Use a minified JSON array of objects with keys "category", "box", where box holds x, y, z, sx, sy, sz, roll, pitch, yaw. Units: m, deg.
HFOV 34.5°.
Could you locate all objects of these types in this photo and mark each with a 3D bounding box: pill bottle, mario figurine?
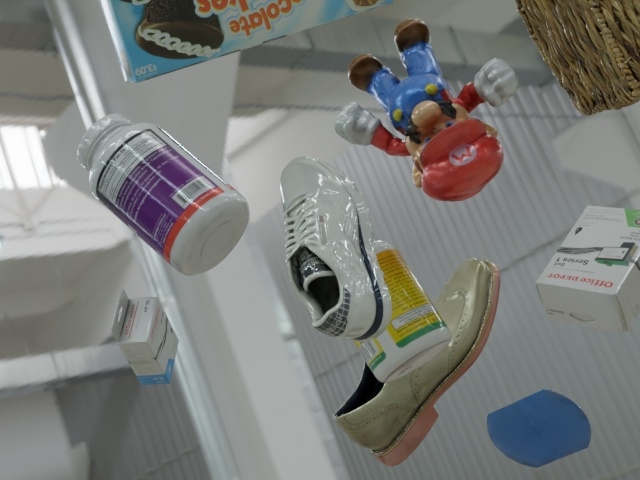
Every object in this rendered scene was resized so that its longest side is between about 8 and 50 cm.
[{"category":"pill bottle","box":[-0.297,-0.093,1.903,0.181,0.323,0.181,-42,-22,-21]},{"category":"mario figurine","box":[0.134,-0.185,1.360,0.170,0.320,0.198,4,-53,-26]},{"category":"pill bottle","box":[0.075,0.075,1.387,0.117,0.208,0.117,-29,-18,-10]}]

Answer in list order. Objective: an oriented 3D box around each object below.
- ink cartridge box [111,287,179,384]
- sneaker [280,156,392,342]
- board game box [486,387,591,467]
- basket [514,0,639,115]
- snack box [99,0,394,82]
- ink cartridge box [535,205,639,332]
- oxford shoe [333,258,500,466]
[{"category":"ink cartridge box","box":[-0.324,0.178,1.919,0.060,0.104,0.180,-3,-40,11]},{"category":"sneaker","box":[0.000,0.000,1.122,0.095,0.235,0.090,10,-43,-44]},{"category":"board game box","box":[0.362,0.303,1.702,0.169,0.133,0.033,-32,16,32]},{"category":"basket","box":[0.409,-0.346,1.403,0.223,0.299,0.213,-29,4,-10]},{"category":"snack box","box":[-0.088,-0.309,1.136,0.322,0.187,0.060,-22,16,-20]},{"category":"ink cartridge box","box":[0.502,0.046,1.810,0.160,0.092,0.219,7,45,42]},{"category":"oxford shoe","box":[0.170,0.180,1.747,0.397,0.146,0.140,-58,18,-16]}]
